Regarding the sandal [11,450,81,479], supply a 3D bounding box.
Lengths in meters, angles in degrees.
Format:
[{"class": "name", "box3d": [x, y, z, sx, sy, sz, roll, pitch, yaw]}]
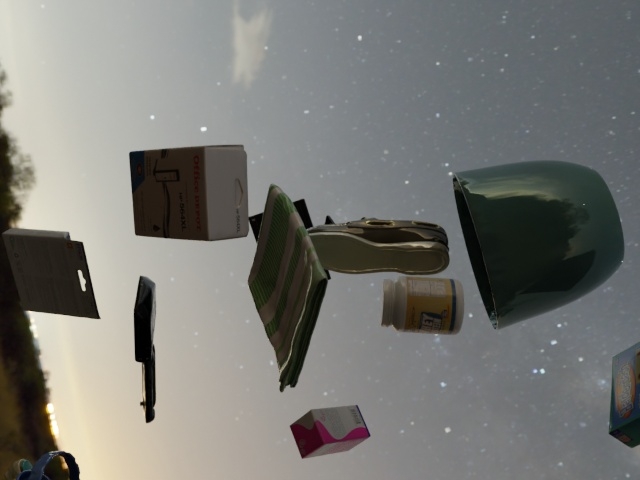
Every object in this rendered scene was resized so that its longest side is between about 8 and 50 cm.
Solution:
[{"class": "sandal", "box3d": [-0.439, 0.489, 1.115, 0.317, 0.126, 0.138, 33, -86, 25]}]

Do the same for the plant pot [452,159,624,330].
[{"class": "plant pot", "box3d": [0.387, -0.012, 1.133, 0.293, 0.235, 0.293, -16, 90, -82]}]

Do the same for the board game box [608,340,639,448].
[{"class": "board game box", "box3d": [0.520, 0.194, 0.937, 0.047, 0.160, 0.210, 33, -44, -3]}]

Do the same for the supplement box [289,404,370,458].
[{"class": "supplement box", "box3d": [0.031, 0.585, 1.957, 0.114, 0.220, 0.111, -42, -123, 28]}]

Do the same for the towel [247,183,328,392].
[{"class": "towel", "box3d": [-0.070, 0.072, 1.140, 0.325, 0.038, 0.248, -115, -144, -54]}]

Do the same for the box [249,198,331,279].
[{"class": "box", "box3d": [-0.094, 0.023, 1.975, 0.103, 0.184, 0.261, -156, -132, -89]}]

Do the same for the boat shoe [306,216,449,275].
[{"class": "boat shoe", "box3d": [0.108, 0.005, 1.295, 0.109, 0.305, 0.091, 87, 9, -46]}]

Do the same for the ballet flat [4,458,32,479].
[{"class": "ballet flat", "box3d": [-0.771, 0.709, 1.710, 0.248, 0.086, 0.086, 60, -28, 4]}]

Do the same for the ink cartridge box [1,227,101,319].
[{"class": "ink cartridge box", "box3d": [-0.642, 0.081, 1.548, 0.045, 0.224, 0.223, -60, 152, -60]}]

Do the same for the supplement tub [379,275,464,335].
[{"class": "supplement tub", "box3d": [0.254, 0.164, 1.620, 0.144, 0.199, 0.144, 3, 90, -88]}]

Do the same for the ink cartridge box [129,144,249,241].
[{"class": "ink cartridge box", "box3d": [-0.216, -0.078, 1.037, 0.203, 0.086, 0.148, 3, -82, 42]}]

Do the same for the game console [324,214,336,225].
[{"class": "game console", "box3d": [0.000, 0.000, 1.849, 0.107, 0.071, 0.122, -122, -142, -57]}]

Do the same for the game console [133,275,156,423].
[{"class": "game console", "box3d": [-0.417, 0.276, 1.522, 0.213, 0.044, 0.361, -117, -150, -66]}]
